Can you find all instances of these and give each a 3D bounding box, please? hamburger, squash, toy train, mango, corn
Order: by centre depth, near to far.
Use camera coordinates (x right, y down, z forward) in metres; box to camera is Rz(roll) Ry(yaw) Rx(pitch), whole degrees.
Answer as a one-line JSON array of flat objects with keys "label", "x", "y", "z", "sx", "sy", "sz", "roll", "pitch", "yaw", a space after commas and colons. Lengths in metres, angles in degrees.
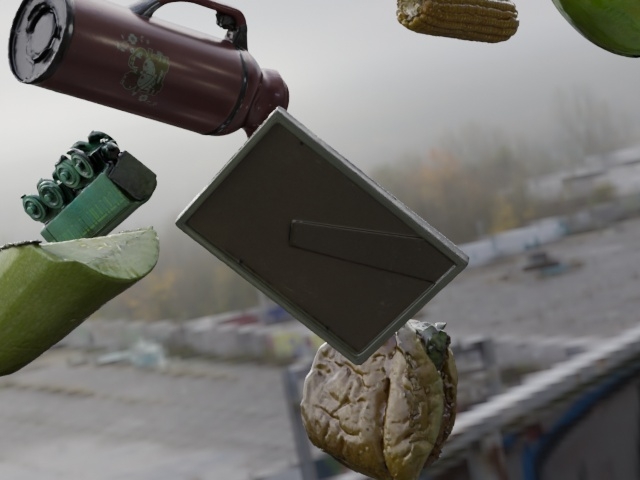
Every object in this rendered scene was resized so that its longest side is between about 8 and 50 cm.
[{"label": "squash", "x": -0.194, "y": 0.039, "z": 1.096, "sx": 0.200, "sy": 0.075, "sz": 0.090, "roll": -36, "pitch": 2, "yaw": 33}, {"label": "toy train", "x": -0.182, "y": -0.036, "z": 1.349, "sx": 0.038, "sy": 0.071, "sz": 0.148, "roll": -50, "pitch": 9, "yaw": -36}, {"label": "hamburger", "x": 0.064, "y": 0.172, "z": 1.896, "sx": 0.130, "sy": 0.183, "sz": 0.206, "roll": 9, "pitch": -5, "yaw": -26}, {"label": "mango", "x": 0.329, "y": -0.284, "z": 1.970, "sx": 0.111, "sy": 0.125, "sz": 0.233, "roll": -17, "pitch": -26, "yaw": 38}, {"label": "corn", "x": 0.172, "y": -0.282, "z": 2.147, "sx": 0.207, "sy": 0.068, "sz": 0.068, "roll": 1, "pitch": -4, "yaw": -44}]

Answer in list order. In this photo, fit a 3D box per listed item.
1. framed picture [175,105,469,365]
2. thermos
[{"label": "framed picture", "x": 0.000, "y": 0.000, "z": 1.427, "sx": 0.150, "sy": 0.203, "sz": 0.015, "roll": -46, "pitch": 12, "yaw": 32}, {"label": "thermos", "x": -0.166, "y": -0.194, "z": 1.869, "sx": 0.330, "sy": 0.136, "sz": 0.109, "roll": 14, "pitch": -19, "yaw": -40}]
